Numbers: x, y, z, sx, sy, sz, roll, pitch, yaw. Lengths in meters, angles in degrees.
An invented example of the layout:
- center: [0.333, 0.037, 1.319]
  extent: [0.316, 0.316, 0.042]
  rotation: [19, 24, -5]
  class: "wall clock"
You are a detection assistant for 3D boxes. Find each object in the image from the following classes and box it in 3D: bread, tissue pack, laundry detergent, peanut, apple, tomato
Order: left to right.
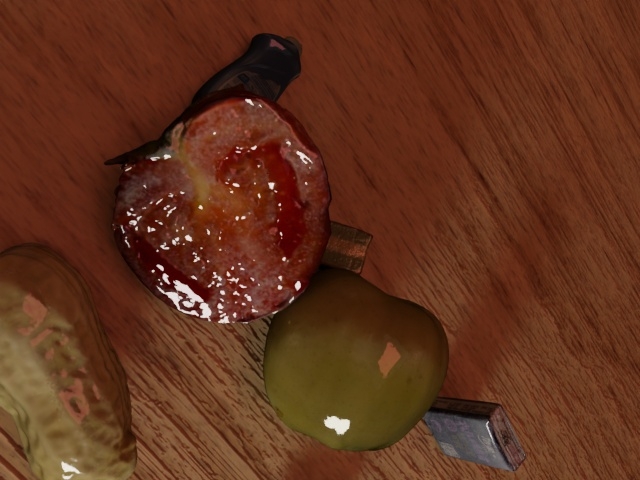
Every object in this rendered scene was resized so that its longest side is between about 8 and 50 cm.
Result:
- center: [-0.312, 0.158, 0.745]
  extent: [0.152, 0.152, 0.313]
  rotation: [-28, 107, -30]
  class: "peanut"
- center: [-0.120, -0.055, 0.859]
  extent: [0.309, 0.170, 0.308]
  rotation: [-2, 116, -4]
  class: "tomato"
- center: [-0.094, -0.239, 0.945]
  extent: [0.096, 0.061, 0.206]
  rotation: [48, 65, -19]
  class: "laundry detergent"
- center: [-0.004, -0.002, 0.974]
  extent: [0.139, 0.084, 0.074]
  rotation: [26, 75, -27]
  class: "bread"
- center: [0.052, 0.171, 0.905]
  extent: [0.262, 0.262, 0.262]
  rotation: [2, 86, -31]
  class: "apple"
- center: [0.254, 0.324, 1.069]
  extent: [0.051, 0.156, 0.112]
  rotation: [-37, 106, -32]
  class: "tissue pack"
